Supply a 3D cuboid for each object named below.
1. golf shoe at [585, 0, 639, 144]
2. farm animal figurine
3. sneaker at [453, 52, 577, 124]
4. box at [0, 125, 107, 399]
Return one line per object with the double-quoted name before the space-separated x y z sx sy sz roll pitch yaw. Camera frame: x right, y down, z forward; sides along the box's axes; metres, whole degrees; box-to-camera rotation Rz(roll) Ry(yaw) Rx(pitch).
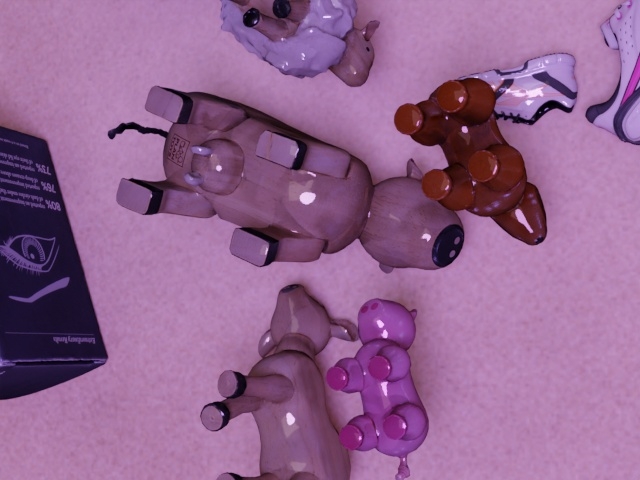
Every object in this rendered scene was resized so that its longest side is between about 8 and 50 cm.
"golf shoe" 0.237 -0.158 0.806 0.086 0.067 0.186 14 89 22
"farm animal figurine" 0.000 0.000 0.826 0.327 0.172 0.330 42 109 21
"sneaker" 0.134 -0.103 0.851 0.109 0.040 0.043 -13 82 18
"box" -0.273 0.018 0.922 0.108 0.153 0.207 -21 77 17
